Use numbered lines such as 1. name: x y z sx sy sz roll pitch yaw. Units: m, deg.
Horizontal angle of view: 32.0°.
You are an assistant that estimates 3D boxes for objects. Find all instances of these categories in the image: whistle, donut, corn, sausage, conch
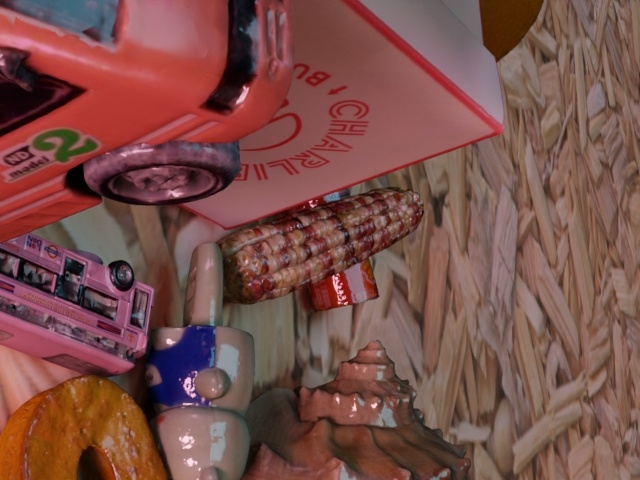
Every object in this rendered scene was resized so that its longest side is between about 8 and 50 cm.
1. whistle: -0.104 0.119 0.938 0.092 0.110 0.244 6 70 -19
2. donut: -0.180 0.179 0.834 0.152 0.058 0.152 29 53 -48
3. corn: 0.000 0.000 1.091 0.237 0.079 0.080 -21 95 -33
4. sausage: -0.012 -0.062 1.171 0.074 0.074 0.274 -22 95 -57
5. conch: 0.023 0.249 1.016 0.263 0.186 0.324 14 64 -34

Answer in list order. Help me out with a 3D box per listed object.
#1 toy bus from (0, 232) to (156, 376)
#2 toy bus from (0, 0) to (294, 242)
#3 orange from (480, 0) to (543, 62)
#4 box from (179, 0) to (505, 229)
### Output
1. toy bus: -0.214 0.039 0.839 0.203 0.063 0.090 29 57 -45
2. toy bus: -0.228 -0.103 0.546 0.233 0.427 0.203 12 67 -50
3. orange: 0.131 -0.320 1.318 0.274 0.274 0.274 28 55 -48
4. box: -0.062 -0.227 0.947 0.312 0.314 0.300 28 52 -48
